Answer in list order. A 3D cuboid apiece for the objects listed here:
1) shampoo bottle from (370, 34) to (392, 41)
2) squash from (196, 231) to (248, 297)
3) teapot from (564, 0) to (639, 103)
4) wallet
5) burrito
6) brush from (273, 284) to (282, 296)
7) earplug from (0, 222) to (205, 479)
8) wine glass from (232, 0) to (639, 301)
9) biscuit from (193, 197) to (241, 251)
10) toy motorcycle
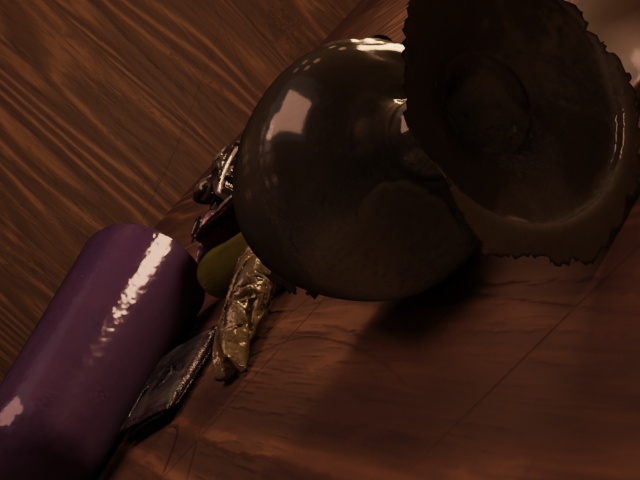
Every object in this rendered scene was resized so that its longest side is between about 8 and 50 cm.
[{"bbox_3d":[0.076,-0.298,1.672,0.104,0.104,0.278,-36,16,38],"label":"shampoo bottle"},{"bbox_3d":[-0.095,0.017,1.310,0.250,0.083,0.083,-32,19,42],"label":"squash"},{"bbox_3d":[0.279,-0.244,0.798,0.298,0.139,0.204,-54,-17,-22],"label":"teapot"},{"bbox_3d":[-0.197,0.190,1.216,0.111,0.030,0.166,-31,21,35],"label":"wallet"},{"bbox_3d":[-0.089,0.077,1.125,0.058,0.063,0.229,-1,46,14],"label":"burrito"},{"bbox_3d":[0.000,0.000,1.189,0.336,0.020,0.085,-43,13,15],"label":"brush"},{"bbox_3d":[-0.338,0.182,1.313,0.215,0.215,0.456,-38,18,33],"label":"earplug"},{"bbox_3d":[0.064,-0.063,0.736,0.238,0.238,0.323,-52,12,-25],"label":"wine glass"},{"bbox_3d":[-0.083,-0.038,1.380,0.252,0.106,0.070,-36,15,38],"label":"biscuit"},{"bbox_3d":[-0.172,-0.063,1.708,0.188,0.143,0.327,-46,24,42],"label":"toy motorcycle"}]
